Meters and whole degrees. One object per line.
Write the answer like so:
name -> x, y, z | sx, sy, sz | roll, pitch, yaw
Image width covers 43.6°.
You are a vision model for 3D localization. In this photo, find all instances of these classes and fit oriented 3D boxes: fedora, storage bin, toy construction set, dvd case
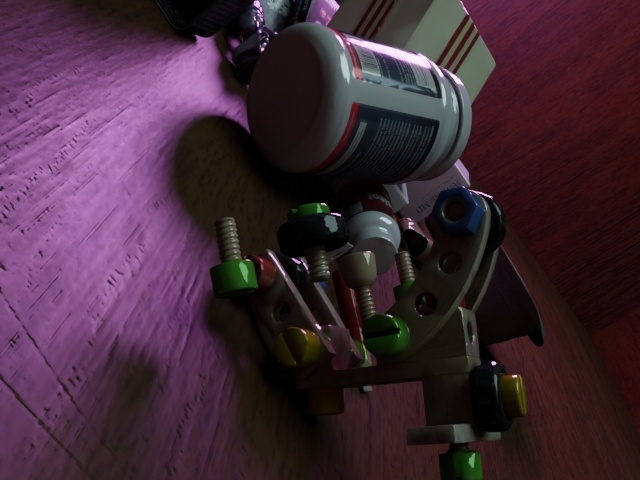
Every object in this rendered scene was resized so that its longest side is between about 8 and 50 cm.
fedora -> 0.315, 0.110, 1.506 | 0.244, 0.124, 0.275 | 62, 7, 14
storage bin -> -0.139, -0.372, 1.071 | 0.122, 0.180, 0.084 | 56, 17, 3
toy construction set -> 0.059, 0.107, 0.740 | 0.309, 0.257, 0.237 | 83, -5, -76
dvd case -> -0.109, -0.480, 1.508 | 0.221, 0.018, 0.165 | 48, 52, -23

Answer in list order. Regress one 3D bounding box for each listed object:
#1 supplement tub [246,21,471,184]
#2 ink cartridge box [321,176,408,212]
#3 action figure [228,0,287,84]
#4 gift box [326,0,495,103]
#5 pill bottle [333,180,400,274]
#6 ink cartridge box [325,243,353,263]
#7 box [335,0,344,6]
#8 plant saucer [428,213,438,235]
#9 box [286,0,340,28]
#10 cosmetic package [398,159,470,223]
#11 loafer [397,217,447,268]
supplement tub -> 0.055, -0.176, 1.088 | 0.272, 0.191, 0.191 | 4, 50, -41
ink cartridge box -> 0.047, -0.139, 1.302 | 0.212, 0.093, 0.154 | 53, 16, -15
action figure -> -0.101, -0.342, 1.277 | 0.185, 0.099, 0.285 | 31, 26, -45
gift box -> 0.112, -0.308, 1.428 | 0.255, 0.258, 0.276 | 17, -19, 49
pill bottle -> 0.066, -0.019, 1.131 | 0.086, 0.086, 0.152 | 46, 19, -28
ink cartridge box -> 0.000, 0.000, 0.973 | 0.083, 0.048, 0.028 | 28, 31, -60
box -> -0.010, -0.610, 1.716 | 0.312, 0.179, 0.343 | 44, 0, 42
plant saucer -> 0.304, -0.001, 1.859 | 0.198, 0.036, 0.199 | 48, 18, -21
box -> 0.016, -0.365, 1.571 | 0.220, 0.051, 0.175 | 37, 61, -46
cosmetic package -> 0.193, -0.153, 1.635 | 0.184, 0.151, 0.151 | 53, 16, -5
loafer -> 0.189, 0.023, 1.462 | 0.148, 0.056, 0.050 | 43, 18, -6
